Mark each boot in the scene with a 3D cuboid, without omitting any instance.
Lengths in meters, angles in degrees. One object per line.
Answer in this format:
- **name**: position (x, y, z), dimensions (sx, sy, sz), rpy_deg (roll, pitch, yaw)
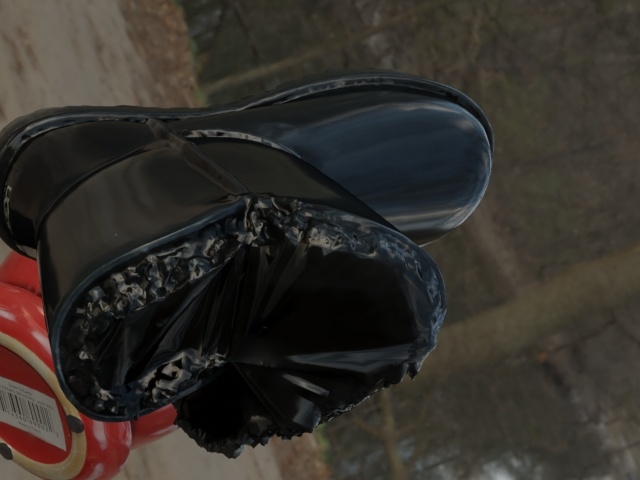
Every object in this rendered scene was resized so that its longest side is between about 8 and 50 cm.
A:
- **boot**: position (0.000, 0.000, 0.513), dimensions (0.207, 0.247, 0.094), rpy_deg (-140, -130, -59)

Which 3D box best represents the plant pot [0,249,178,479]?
- **plant pot**: position (-0.164, 0.069, 0.955), dimensions (0.174, 0.191, 0.191), rpy_deg (-40, 109, -44)
